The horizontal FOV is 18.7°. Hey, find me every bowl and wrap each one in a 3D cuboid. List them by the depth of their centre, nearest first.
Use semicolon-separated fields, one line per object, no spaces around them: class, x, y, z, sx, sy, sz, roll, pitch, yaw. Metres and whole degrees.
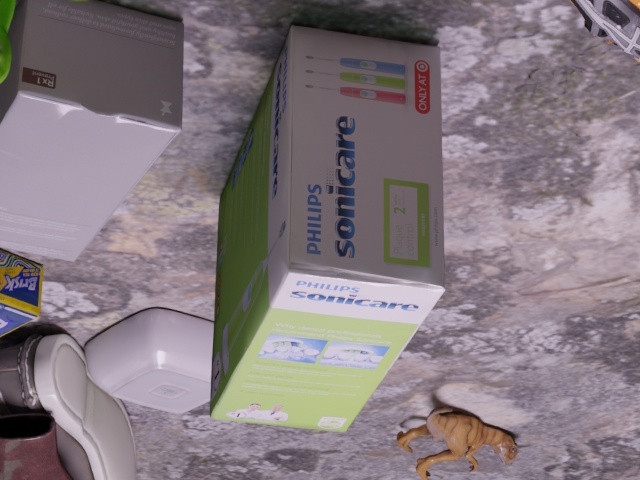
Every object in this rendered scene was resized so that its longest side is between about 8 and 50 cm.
bowl;-0.147;0.126;1.913;0.142;0.053;0.142;19;148;-35

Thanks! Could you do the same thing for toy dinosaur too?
toy dinosaur;0.135;0.202;2.068;0.112;0.064;0.211;-34;150;21

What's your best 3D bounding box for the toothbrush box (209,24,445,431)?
toothbrush box;0.000;0.000;1.500;0.122;0.206;0.283;6;151;-11

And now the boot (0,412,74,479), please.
boot;-0.360;0.254;1.927;0.248;0.090;0.207;-6;130;4

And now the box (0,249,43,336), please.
box;-0.328;0.065;1.794;0.059;0.054;0.169;24;144;-38

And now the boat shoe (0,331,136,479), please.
boat shoe;-0.263;0.192;1.987;0.091;0.109;0.305;-5;146;11

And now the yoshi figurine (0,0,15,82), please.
yoshi figurine;-0.236;-0.203;1.152;0.362;0.203;0.203;-10;135;24

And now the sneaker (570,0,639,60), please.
sneaker;0.226;-0.159;1.340;0.083;0.084;0.215;-2;152;35

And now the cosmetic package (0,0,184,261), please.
cosmetic package;-0.200;-0.082;1.462;0.127;0.107;0.238;14;147;-24
